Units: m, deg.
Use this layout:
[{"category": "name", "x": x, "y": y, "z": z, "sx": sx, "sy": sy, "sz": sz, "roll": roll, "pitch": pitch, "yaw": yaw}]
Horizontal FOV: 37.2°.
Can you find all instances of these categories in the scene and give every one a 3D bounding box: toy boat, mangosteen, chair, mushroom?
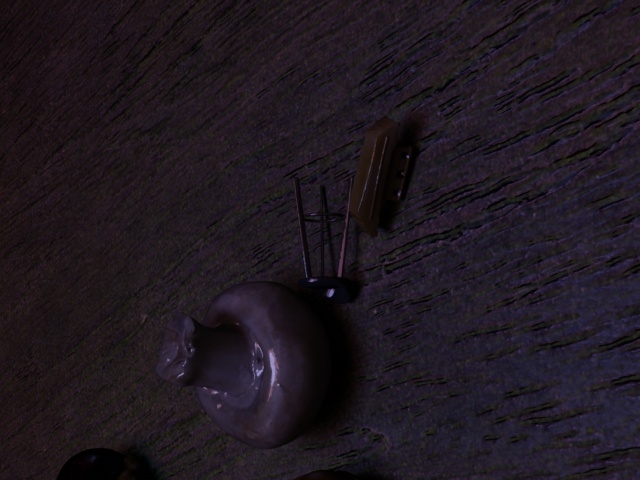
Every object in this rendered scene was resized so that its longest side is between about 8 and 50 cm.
[{"category": "toy boat", "x": 0.099, "y": -0.101, "z": 1.553, "sx": 0.057, "sy": 0.077, "sz": 0.200, "roll": 41, "pitch": 122, "yaw": 56}, {"category": "mangosteen", "x": -0.462, "y": 0.561, "z": 2.100, "sx": 0.250, "sy": 0.211, "sz": 0.211, "roll": -6, "pitch": 82, "yaw": 17}, {"category": "chair", "x": 0.001, "y": 0.000, "z": 1.647, "sx": 0.104, "sy": 0.095, "sz": 0.222, "roll": -14, "pitch": 78, "yaw": 60}, {"category": "mushroom", "x": -0.137, "y": 0.219, "z": 1.648, "sx": 0.297, "sy": 0.290, "sz": 0.298, "roll": -4, "pitch": 85, "yaw": 50}]

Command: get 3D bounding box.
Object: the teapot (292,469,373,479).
[{"category": "teapot", "x": 0.032, "y": 0.441, "z": 1.579, "sx": 0.252, "sy": 0.135, "sz": 0.178, "roll": 13, "pitch": 132, "yaw": 54}]
